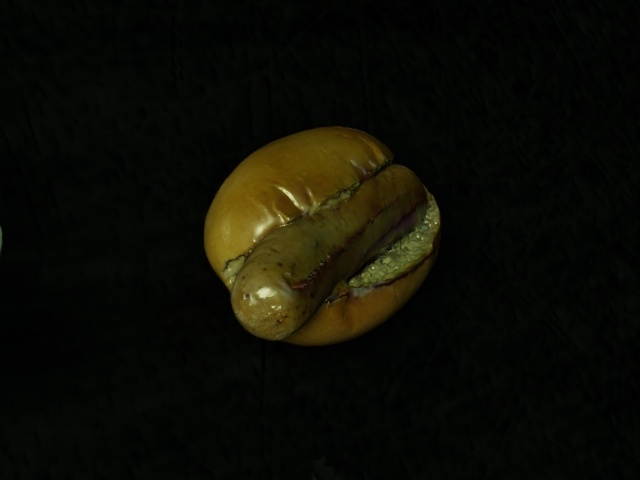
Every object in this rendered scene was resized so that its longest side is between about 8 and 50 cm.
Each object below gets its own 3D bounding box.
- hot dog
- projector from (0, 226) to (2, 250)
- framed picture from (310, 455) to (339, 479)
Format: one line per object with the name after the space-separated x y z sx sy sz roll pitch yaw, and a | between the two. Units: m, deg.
-0.001 -0.002 0.825 0.140 0.060 0.090 -24 85 -44 | hot dog
-0.186 0.001 0.594 0.147 0.115 0.061 27 56 -35 | projector
0.027 0.202 0.732 0.195 0.010 0.199 54 35 -58 | framed picture
